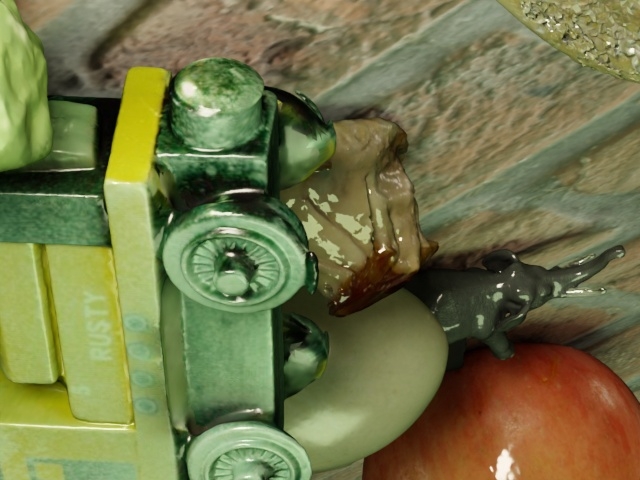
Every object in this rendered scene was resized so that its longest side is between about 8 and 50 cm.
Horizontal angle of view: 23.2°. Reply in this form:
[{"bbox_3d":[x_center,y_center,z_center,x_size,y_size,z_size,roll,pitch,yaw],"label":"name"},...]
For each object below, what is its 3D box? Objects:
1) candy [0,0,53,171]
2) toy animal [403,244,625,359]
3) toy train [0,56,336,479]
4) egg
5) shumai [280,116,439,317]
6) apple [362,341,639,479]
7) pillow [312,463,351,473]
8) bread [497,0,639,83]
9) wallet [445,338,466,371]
[{"bbox_3d":[-0.321,-0.062,0.873,0.344,0.142,0.132,-12,167,1],"label":"candy"},{"bbox_3d":[0.167,0.064,1.533,0.270,0.082,0.137,-14,159,5],"label":"toy animal"},{"bbox_3d":[-0.120,0.044,1.074,0.253,0.160,0.397,3,133,3],"label":"toy train"},{"bbox_3d":[-0.008,0.116,1.420,0.253,0.186,0.186,-13,159,7],"label":"egg"},{"bbox_3d":[0.000,0.000,1.209,0.201,0.120,0.201,-22,160,-9],"label":"shumai"},{"bbox_3d":[0.231,0.306,1.840,0.364,0.364,0.364,-11,158,-5],"label":"apple"},{"bbox_3d":[-0.056,0.276,1.977,0.230,0.050,0.148,-5,153,-11],"label":"pillow"},{"bbox_3d":[0.183,-0.180,0.800,0.267,0.040,0.267,14,138,14],"label":"bread"},{"bbox_3d":[0.038,0.130,1.679,0.250,0.044,0.149,-11,155,-4],"label":"wallet"}]
